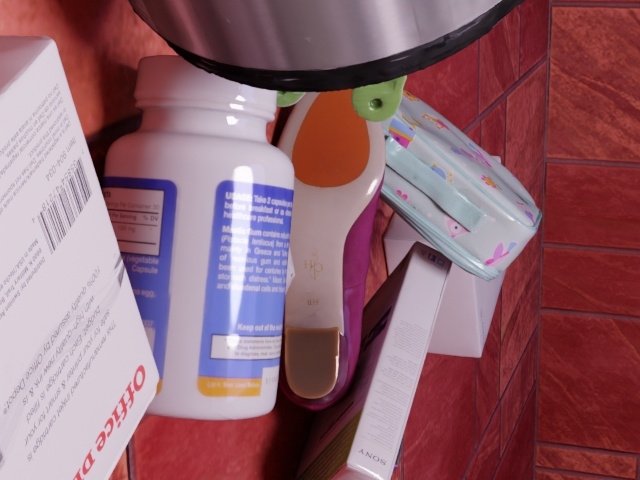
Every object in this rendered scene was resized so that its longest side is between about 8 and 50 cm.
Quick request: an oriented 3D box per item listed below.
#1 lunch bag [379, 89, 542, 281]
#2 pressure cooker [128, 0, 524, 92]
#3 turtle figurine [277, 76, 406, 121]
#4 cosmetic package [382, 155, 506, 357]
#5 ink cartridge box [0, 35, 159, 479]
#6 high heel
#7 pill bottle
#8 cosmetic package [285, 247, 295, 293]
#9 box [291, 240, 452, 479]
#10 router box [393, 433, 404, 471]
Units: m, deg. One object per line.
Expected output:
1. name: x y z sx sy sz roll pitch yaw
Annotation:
1. lunch bag: 0.131 -0.076 1.483 0.108 0.279 0.224 -51 177 16
2. pressure cooker: -0.021 -0.349 0.799 0.376 0.369 0.420 -63 152 -27
3. turtle figurine: 0.025 -0.252 1.191 0.197 0.274 0.266 36 32 -23
4. cosmetic package: 0.198 0.020 1.899 0.225 0.138 0.224 -63 151 -46
5. ink cartridge box: -0.208 0.046 0.726 0.198 0.114 0.273 -64 152 -47
6. high heel: 0.000 0.000 1.390 0.181 0.127 0.377 85 14 -80
7. pill bottle: -0.099 -0.003 0.982 0.152 0.152 0.272 7 88 -71
8. cosmetic package: -0.083 -0.028 1.166 0.099 0.060 0.239 -62 151 -46
9. box: 0.050 0.185 1.446 0.232 0.058 0.322 -55 -171 50
10. router box: 0.059 0.251 1.548 0.133 0.046 0.179 -57 -171 34
